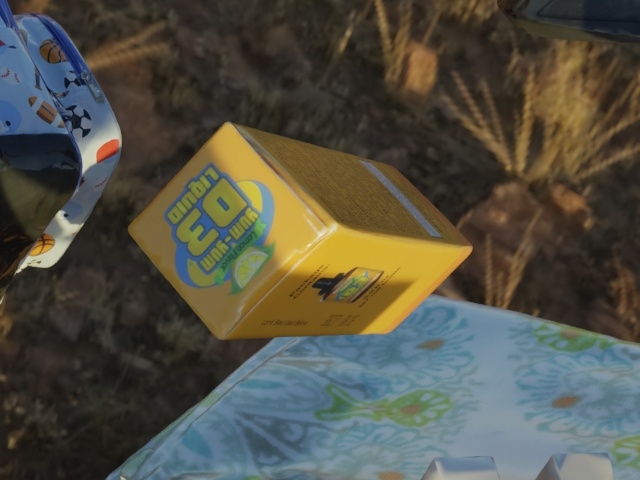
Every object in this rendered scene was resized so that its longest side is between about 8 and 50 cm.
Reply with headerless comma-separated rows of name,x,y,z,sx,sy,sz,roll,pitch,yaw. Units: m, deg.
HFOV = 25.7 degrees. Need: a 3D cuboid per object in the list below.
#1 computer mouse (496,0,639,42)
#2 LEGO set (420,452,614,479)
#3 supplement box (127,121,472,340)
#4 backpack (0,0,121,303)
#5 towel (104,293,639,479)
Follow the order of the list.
computer mouse,0.229,-0.149,0.721,0.262,0.060,0.184,5,25,15
LEGO set,0.153,0.085,0.389,0.227,0.087,0.093,2,48,-18
supplement box,0.000,0.000,0.717,0.080,0.078,0.233,48,13,15
backpack,-0.297,-0.090,1.092,0.213,0.276,0.263,-16,66,-47
towel,0.091,0.145,0.874,0.374,0.090,0.320,14,33,33
